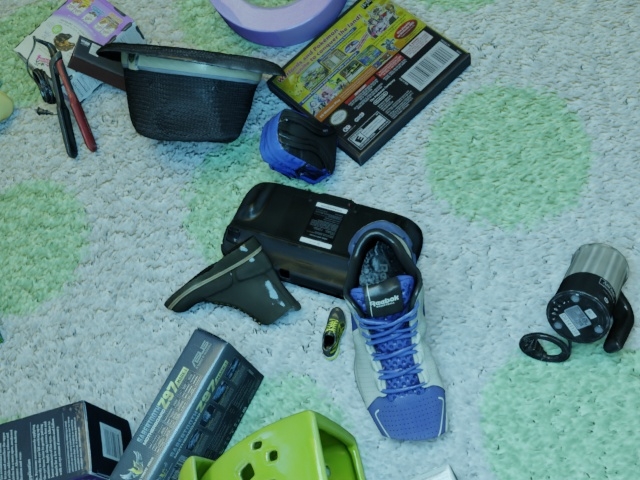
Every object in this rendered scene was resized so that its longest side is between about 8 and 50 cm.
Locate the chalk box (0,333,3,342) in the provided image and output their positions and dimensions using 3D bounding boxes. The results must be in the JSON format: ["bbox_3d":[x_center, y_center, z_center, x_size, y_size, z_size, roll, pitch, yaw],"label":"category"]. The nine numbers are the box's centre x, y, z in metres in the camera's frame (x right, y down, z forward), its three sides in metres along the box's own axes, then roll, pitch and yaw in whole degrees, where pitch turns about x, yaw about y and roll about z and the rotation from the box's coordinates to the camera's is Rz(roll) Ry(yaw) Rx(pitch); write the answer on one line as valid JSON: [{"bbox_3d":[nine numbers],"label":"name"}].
[{"bbox_3d":[-0.653,0.104,1.274,0.132,0.132,0.213,-34,64,-4],"label":"chalk box"}]

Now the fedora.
[{"bbox_3d":[-0.224,-0.246,1.304,0.334,0.334,0.153,10,101,17],"label":"fedora"}]

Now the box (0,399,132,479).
[{"bbox_3d":[-0.397,0.323,1.104,0.207,0.153,0.108,-18,63,5],"label":"box"}]

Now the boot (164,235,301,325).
[{"bbox_3d":[-0.141,0.099,1.200,0.198,0.077,0.137,-32,98,29],"label":"boot"}]

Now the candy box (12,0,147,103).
[{"bbox_3d":[-0.472,-0.382,1.495,0.165,0.070,0.196,39,78,24],"label":"candy box"}]

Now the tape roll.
[{"bbox_3d":[-0.080,-0.504,1.404,0.274,0.090,0.275,-1,86,7],"label":"tape roll"}]

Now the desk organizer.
[{"bbox_3d":[-0.400,-0.326,1.423,0.130,0.050,0.047,21,64,-27],"label":"desk organizer"}]

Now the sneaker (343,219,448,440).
[{"bbox_3d":[0.088,0.120,1.039,0.127,0.182,0.316,-11,83,8],"label":"sneaker"}]

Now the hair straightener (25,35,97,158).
[{"bbox_3d":[-0.491,-0.259,1.394,0.089,0.047,0.230,-18,100,6],"label":"hair straightener"}]

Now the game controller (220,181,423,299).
[{"bbox_3d":[0.000,0.000,1.227,0.319,0.067,0.166,16,56,19],"label":"game controller"}]

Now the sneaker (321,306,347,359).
[{"bbox_3d":[0.021,0.139,1.161,0.031,0.035,0.083,3,66,13],"label":"sneaker"}]

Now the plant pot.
[{"bbox_3d":[-0.051,0.366,0.972,0.207,0.227,0.228,-18,63,11],"label":"plant pot"}]

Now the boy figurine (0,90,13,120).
[{"bbox_3d":[-0.725,-0.204,1.459,0.285,0.092,0.177,-24,60,4],"label":"boy figurine"}]

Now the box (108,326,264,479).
[{"bbox_3d":[-0.179,0.257,1.068,0.059,0.183,0.233,22,73,21],"label":"box"}]

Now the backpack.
[{"bbox_3d":[-0.044,-0.151,1.258,0.101,0.120,0.098,-28,51,42],"label":"backpack"}]

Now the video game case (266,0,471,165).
[{"bbox_3d":[0.083,-0.298,1.353,0.275,0.035,0.248,-43,64,-8],"label":"video game case"}]

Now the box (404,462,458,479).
[{"bbox_3d":[0.143,0.356,0.995,0.102,0.101,0.087,-24,63,3],"label":"box"}]

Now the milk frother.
[{"bbox_3d":[0.358,0.095,1.079,0.143,0.129,0.135,-11,21,38],"label":"milk frother"}]
